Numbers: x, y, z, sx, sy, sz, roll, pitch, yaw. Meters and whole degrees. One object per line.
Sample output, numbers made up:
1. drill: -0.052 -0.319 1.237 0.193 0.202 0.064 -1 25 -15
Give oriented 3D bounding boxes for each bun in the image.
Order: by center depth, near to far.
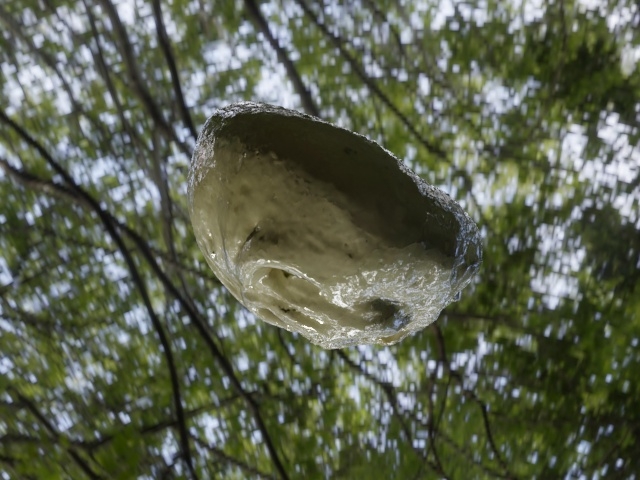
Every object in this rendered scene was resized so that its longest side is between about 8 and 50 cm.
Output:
1. bun: 0.000 0.000 1.030 0.231 0.231 0.133 27 -98 16
